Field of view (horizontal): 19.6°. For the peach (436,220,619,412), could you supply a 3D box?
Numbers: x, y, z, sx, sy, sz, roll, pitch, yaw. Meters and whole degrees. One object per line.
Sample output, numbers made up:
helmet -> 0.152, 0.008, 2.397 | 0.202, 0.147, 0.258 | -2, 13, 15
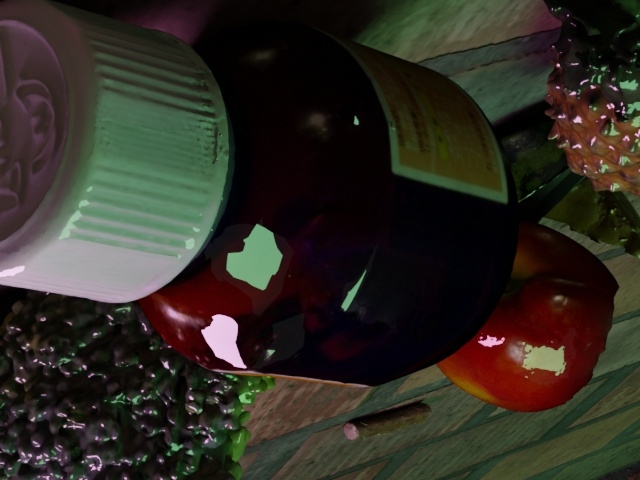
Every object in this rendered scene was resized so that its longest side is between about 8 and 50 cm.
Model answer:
peach -> 0.203, 0.080, 1.846 | 0.196, 0.190, 0.226 | -31, 150, 3

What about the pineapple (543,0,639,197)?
pineapple -> 0.242, -0.146, 1.415 | 0.169, 0.169, 0.340 | -27, 159, 3

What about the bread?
bread -> 0.300, -0.008, 1.969 | 0.080, 0.109, 0.084 | -37, 164, 22

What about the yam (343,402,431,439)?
yam -> 0.093, 0.249, 2.531 | 0.145, 0.032, 0.032 | -9, 156, -41

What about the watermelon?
watermelon -> 0.166, -0.047, 1.708 | 0.245, 0.063, 0.119 | -40, 165, 30

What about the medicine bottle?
medicine bottle -> -0.057, -0.037, 1.183 | 0.242, 0.242, 0.395 | -35, 152, 25

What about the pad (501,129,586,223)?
pad -> 0.190, -0.052, 1.813 | 0.174, 0.022, 0.233 | -8, 154, -33

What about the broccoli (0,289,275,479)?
broccoli -> -0.172, 0.145, 1.546 | 0.293, 0.347, 0.281 | 14, -176, 18
